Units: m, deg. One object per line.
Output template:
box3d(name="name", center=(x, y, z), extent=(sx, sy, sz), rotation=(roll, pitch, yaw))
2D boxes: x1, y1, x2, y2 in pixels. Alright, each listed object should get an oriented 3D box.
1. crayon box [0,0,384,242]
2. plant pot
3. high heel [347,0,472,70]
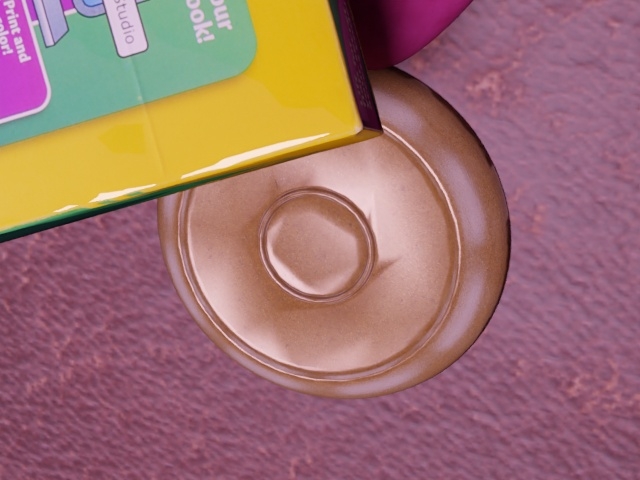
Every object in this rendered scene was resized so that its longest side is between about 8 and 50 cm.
box3d(name="crayon box", center=(-0.166, -0.188, 0.607), extent=(0.313, 0.106, 0.363), rotation=(-15, 91, 9))
box3d(name="plant pot", center=(0.000, 0.000, 0.736), extent=(0.236, 0.032, 0.236), rotation=(6, 110, 16))
box3d(name="high heel", center=(0.064, -0.244, 0.543), extent=(0.127, 0.181, 0.377), rotation=(22, 114, 9))
